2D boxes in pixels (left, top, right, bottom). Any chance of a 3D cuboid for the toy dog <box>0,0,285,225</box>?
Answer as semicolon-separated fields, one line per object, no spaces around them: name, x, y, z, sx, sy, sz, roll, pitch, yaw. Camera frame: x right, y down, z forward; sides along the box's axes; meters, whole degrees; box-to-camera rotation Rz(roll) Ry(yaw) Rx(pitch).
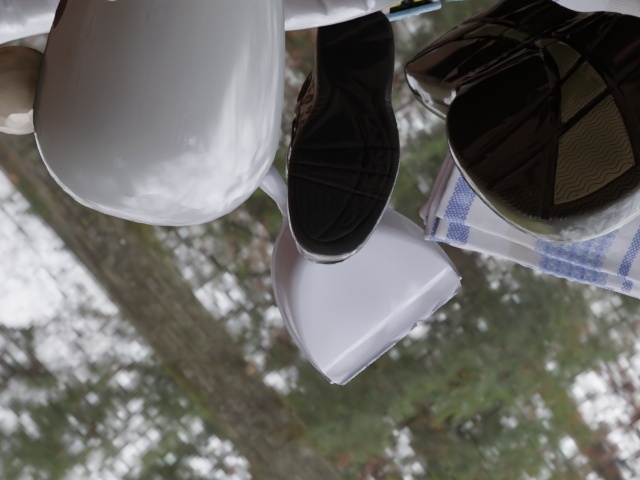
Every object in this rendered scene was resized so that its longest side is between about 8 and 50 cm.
toy dog;-0.088;-0.183;0.386;0.160;0.220;0.334;2;-105;15

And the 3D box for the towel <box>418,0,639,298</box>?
towel;0.232;-0.056;0.936;0.034;0.284;0.209;-94;-157;-65

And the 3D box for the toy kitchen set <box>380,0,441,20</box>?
toy kitchen set;0.160;-0.227;1.293;0.166;0.122;0.207;-21;-162;-37

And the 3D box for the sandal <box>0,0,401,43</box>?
sandal;-0.116;-0.191;0.805;0.416;0.169;0.102;-8;179;-9

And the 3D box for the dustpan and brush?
dustpan and brush;0.000;0.000;1.130;0.147;0.211;0.060;-39;-153;3

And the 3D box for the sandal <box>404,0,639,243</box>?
sandal;0.124;-0.065;0.733;0.120;0.086;0.303;-26;-161;4

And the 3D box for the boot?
boot;0.011;-0.057;1.145;0.179;0.085;0.237;107;-9;-61
